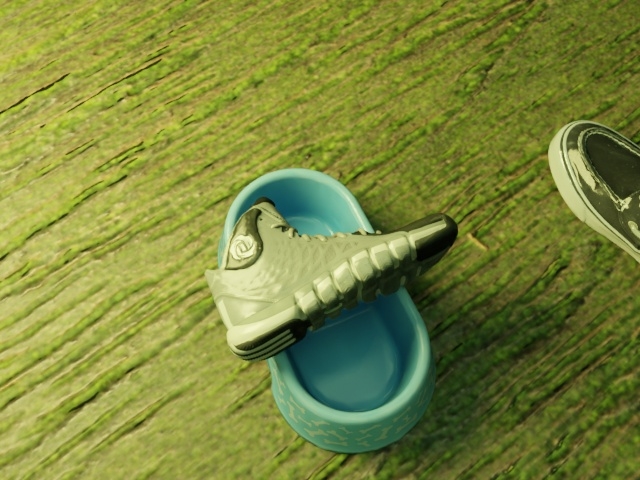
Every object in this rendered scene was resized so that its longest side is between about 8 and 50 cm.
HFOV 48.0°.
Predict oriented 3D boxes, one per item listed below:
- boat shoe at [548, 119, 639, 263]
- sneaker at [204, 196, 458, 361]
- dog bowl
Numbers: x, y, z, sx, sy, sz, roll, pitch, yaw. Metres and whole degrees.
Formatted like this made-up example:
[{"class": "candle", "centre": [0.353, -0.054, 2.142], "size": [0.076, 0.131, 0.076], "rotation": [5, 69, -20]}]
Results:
[{"class": "boat shoe", "centre": [0.354, -0.021, 0.724], "size": [0.108, 0.102, 0.301], "rotation": [-28, 69, -12]}, {"class": "sneaker", "centre": [0.000, 0.000, 0.643], "size": [0.229, 0.086, 0.132], "rotation": [-27, 67, -11]}, {"class": "dog bowl", "centre": [0.003, 0.057, 0.703], "size": [0.166, 0.074, 0.297], "rotation": [-23, 69, -10]}]
